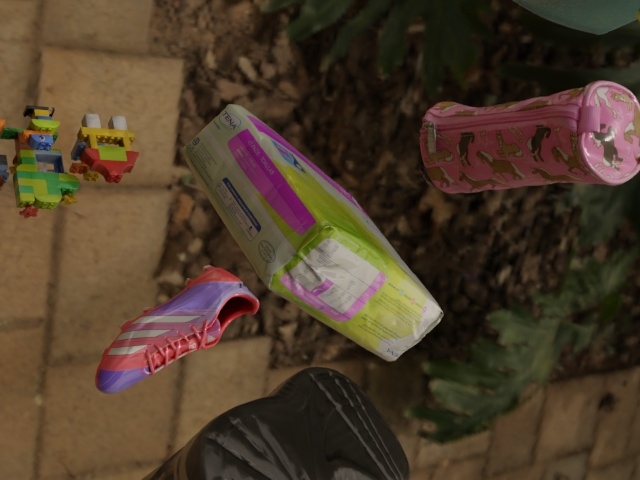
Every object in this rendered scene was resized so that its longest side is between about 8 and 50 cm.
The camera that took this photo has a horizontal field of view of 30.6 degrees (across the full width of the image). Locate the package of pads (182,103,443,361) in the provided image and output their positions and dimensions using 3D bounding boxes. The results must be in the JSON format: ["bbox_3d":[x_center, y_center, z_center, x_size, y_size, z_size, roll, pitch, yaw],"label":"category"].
[{"bbox_3d":[0.000,0.000,1.322,0.101,0.229,0.296,-43,143,9],"label":"package of pads"}]

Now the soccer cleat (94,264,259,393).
[{"bbox_3d":[-0.189,0.125,1.549,0.248,0.095,0.083,-40,149,-34],"label":"soccer cleat"}]

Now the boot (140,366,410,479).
[{"bbox_3d":[-0.093,0.252,1.035,0.284,0.138,0.377,-39,168,18],"label":"boot"}]

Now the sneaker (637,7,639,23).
[{"bbox_3d":[0.412,-0.251,0.996,0.109,0.295,0.124,32,45,-40],"label":"sneaker"}]

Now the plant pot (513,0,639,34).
[{"bbox_3d":[0.297,-0.367,1.226,0.252,0.247,0.247,46,48,-23],"label":"plant pot"}]

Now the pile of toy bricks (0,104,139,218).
[{"bbox_3d":[-0.310,-0.073,1.268,0.212,0.118,0.105,1,59,-30],"label":"pile of toy bricks"}]

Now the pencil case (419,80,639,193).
[{"bbox_3d":[0.321,-0.156,1.827,0.167,0.386,0.160,-27,106,-34],"label":"pencil case"}]
